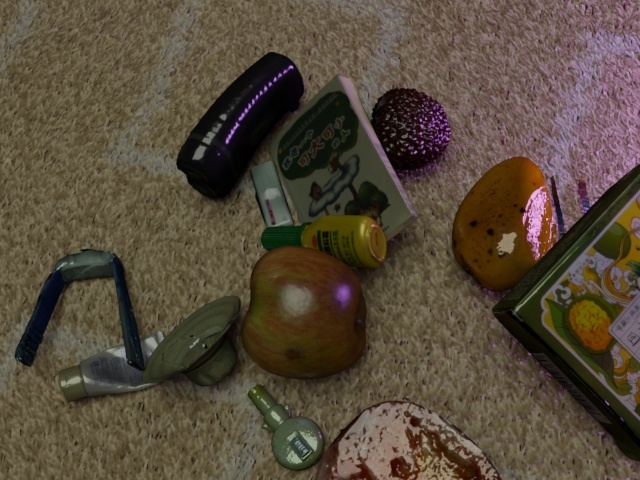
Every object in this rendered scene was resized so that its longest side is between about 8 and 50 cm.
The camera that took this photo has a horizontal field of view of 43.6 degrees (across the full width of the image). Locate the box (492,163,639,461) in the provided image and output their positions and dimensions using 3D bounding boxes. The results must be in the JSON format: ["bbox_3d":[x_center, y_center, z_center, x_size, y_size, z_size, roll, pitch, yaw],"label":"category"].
[{"bbox_3d":[0.584,0.120,1.433,0.420,0.138,0.373,-44,88,-9],"label":"box"}]

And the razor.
[{"bbox_3d":[-0.174,-0.255,1.766,0.113,0.204,0.349,32,75,16],"label":"razor"}]

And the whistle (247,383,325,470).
[{"bbox_3d":[-0.073,0.360,1.564,0.104,0.057,0.198,-39,67,-8],"label":"whistle"}]

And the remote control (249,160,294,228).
[{"bbox_3d":[-0.112,-0.098,1.782,0.065,0.029,0.166,-19,65,1],"label":"remote control"}]

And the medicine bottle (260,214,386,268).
[{"bbox_3d":[0.000,0.000,1.634,0.309,0.111,0.076,2,25,43],"label":"medicine bottle"}]

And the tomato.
[{"bbox_3d":[0.154,0.462,1.433,0.338,0.143,0.338,-4,71,11],"label":"tomato"}]

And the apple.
[{"bbox_3d":[-0.024,0.142,1.545,0.264,0.264,0.264,-4,67,9],"label":"apple"}]

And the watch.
[{"bbox_3d":[-0.474,0.143,1.692,0.276,0.068,0.274,1,52,13],"label":"watch"}]

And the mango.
[{"bbox_3d":[0.360,-0.036,1.590,0.191,0.160,0.290,-6,58,45],"label":"mango"}]

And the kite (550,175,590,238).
[{"bbox_3d":[0.497,0.037,1.616,0.204,0.022,0.360,-2,71,10],"label":"kite"}]

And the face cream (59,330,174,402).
[{"bbox_3d":[-0.425,0.274,1.675,0.224,0.070,0.114,-16,66,-10],"label":"face cream"}]

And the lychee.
[{"bbox_3d":[0.188,-0.236,1.708,0.188,0.188,0.188,-4,67,9],"label":"lychee"}]

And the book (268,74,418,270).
[{"bbox_3d":[0.035,-0.130,1.688,0.260,0.043,0.371,-41,61,32],"label":"book"}]

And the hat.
[{"bbox_3d":[-0.228,0.231,1.613,0.252,0.252,0.110,-40,109,-7],"label":"hat"}]
